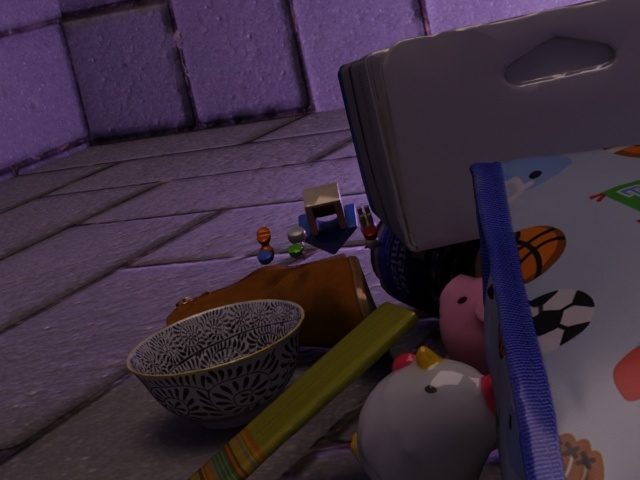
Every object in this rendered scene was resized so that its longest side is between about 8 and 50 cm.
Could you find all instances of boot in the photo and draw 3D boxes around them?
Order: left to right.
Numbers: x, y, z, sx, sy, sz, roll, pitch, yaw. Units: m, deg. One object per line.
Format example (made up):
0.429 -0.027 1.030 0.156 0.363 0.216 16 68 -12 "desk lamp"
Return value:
-0.051 0.088 1.397 0.211 0.104 0.295 -19 10 -4 "boot"

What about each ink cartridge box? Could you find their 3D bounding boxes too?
0.177 -0.114 1.225 0.285 0.166 0.395 -13 6 0 "ink cartridge box"

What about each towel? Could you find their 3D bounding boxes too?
-0.022 0.134 1.028 0.237 0.021 0.102 -42 9 -5 "towel"

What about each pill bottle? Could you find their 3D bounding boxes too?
0.144 0.024 1.394 0.122 0.123 0.219 -16 12 -17 "pill bottle"

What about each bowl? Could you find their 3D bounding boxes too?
-0.086 0.123 1.266 0.170 0.080 0.170 -15 15 4 "bowl"

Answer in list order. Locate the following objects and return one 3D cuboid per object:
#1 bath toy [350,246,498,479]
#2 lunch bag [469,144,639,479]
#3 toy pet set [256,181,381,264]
0.149 0.077 1.052 0.348 0.151 0.129 -33 -10 -50 "bath toy"
0.244 0.114 0.613 0.327 0.239 0.385 -9 25 4 "lunch bag"
0.000 0.000 1.406 0.122 0.065 0.114 -12 35 4 "toy pet set"
